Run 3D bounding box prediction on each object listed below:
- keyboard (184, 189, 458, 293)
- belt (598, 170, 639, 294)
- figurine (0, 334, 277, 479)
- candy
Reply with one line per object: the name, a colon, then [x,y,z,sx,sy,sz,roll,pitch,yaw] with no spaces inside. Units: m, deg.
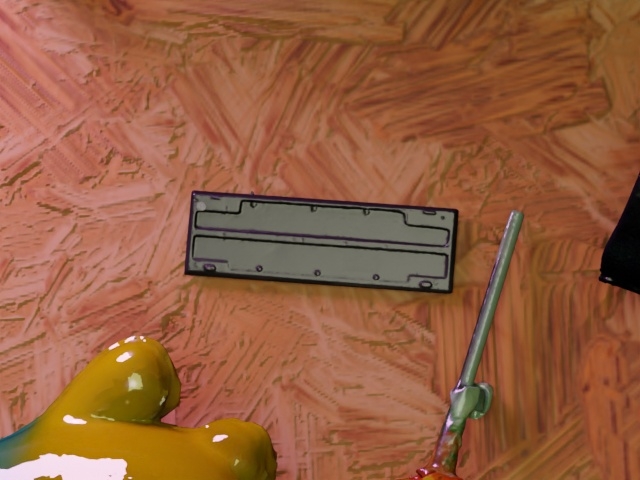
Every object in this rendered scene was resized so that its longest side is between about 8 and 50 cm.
keyboard: [0.000,0.000,1.326,0.202,0.011,0.067,4,88,7]
belt: [0.261,-0.053,1.227,0.078,0.151,0.198,22,111,9]
figurine: [-0.184,0.239,1.223,0.340,0.231,0.324,-11,79,11]
candy: [0.099,0.113,1.283,0.084,0.078,0.288,13,79,20]
